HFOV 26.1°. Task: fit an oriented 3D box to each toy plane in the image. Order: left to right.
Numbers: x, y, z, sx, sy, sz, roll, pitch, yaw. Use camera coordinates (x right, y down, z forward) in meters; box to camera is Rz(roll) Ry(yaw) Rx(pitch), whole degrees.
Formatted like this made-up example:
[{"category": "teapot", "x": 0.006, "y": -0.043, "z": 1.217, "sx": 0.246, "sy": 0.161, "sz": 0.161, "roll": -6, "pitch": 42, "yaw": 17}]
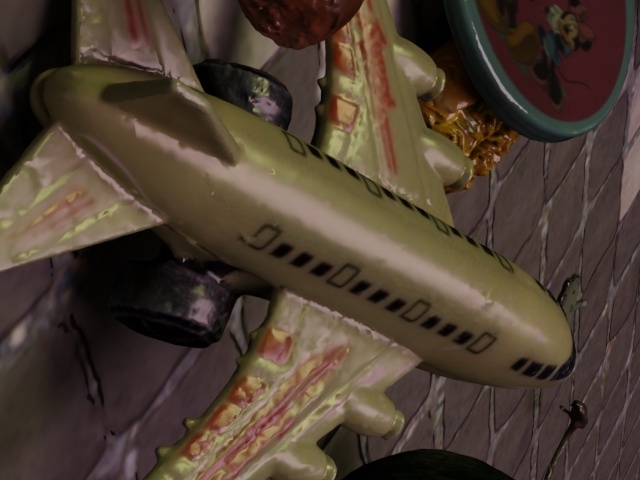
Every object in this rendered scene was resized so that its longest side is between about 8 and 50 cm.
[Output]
[{"category": "toy plane", "x": 0.000, "y": 0.000, "z": 0.461, "sx": 0.256, "sy": 0.104, "sz": 0.241, "roll": 34, "pitch": 65, "yaw": -48}]

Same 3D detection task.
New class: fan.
[{"category": "fan", "x": 0.195, "y": 0.052, "z": 1.071, "sx": 0.083, "sy": 0.004, "sz": 0.056, "roll": -11, "pitch": 116, "yaw": -63}]

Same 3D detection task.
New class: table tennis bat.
[{"category": "table tennis bat", "x": 0.120, "y": -0.158, "z": 0.676, "sx": 0.153, "sy": 0.040, "sz": 0.244, "roll": 48, "pitch": 52, "yaw": -34}]

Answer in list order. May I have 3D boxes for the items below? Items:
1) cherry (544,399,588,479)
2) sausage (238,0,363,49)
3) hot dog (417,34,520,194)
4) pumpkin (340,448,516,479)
[{"category": "cherry", "x": 0.152, "y": 0.222, "z": 1.012, "sx": 0.107, "sy": 0.090, "sz": 0.225, "roll": 25, "pitch": 74, "yaw": -51}, {"category": "sausage", "x": 0.016, "y": -0.120, "z": 0.424, "sx": 0.047, "sy": 0.040, "sz": 0.176, "roll": 50, "pitch": 41, "yaw": -26}, {"category": "hot dog", "x": 0.085, "y": -0.079, "z": 0.686, "sx": 0.165, "sy": 0.045, "sz": 0.071, "roll": -42, "pitch": 144, "yaw": -48}, {"category": "pumpkin", "x": 0.040, "y": 0.205, "z": 0.664, "sx": 0.211, "sy": 0.152, "sz": 0.211, "roll": 18, "pitch": 90, "yaw": -82}]
